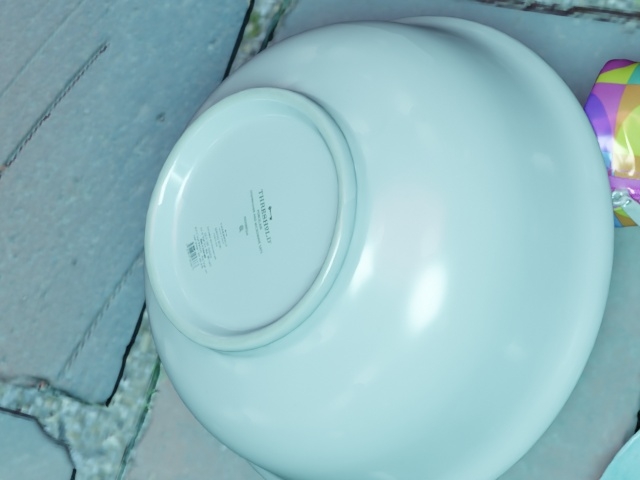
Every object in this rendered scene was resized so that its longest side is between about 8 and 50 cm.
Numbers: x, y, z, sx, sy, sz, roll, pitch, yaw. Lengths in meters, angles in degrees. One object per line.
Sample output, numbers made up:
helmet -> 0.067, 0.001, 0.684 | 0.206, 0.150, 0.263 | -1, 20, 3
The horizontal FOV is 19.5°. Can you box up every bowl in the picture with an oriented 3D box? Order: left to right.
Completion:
bowl -> 0.000, 0.000, 1.017 | 0.298, 0.134, 0.297 | -12, 70, 37

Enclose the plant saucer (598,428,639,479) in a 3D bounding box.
plant saucer -> 0.232, 0.171, 0.963 | 0.195, 0.037, 0.195 | -8, 66, 19

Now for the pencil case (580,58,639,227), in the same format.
pencil case -> 0.252, -0.038, 1.004 | 0.236, 0.104, 0.104 | 6, 72, 24
